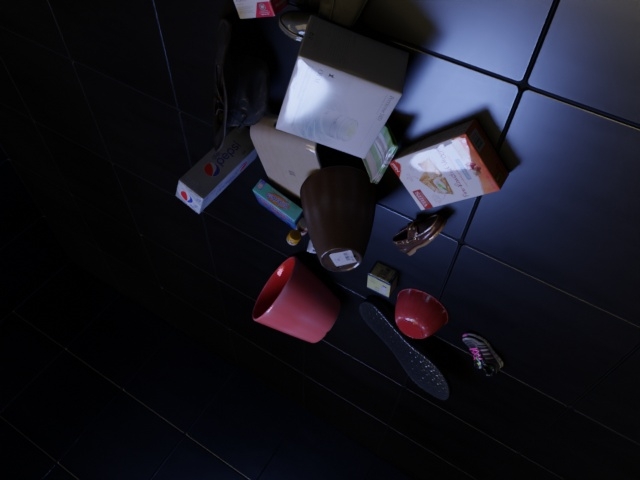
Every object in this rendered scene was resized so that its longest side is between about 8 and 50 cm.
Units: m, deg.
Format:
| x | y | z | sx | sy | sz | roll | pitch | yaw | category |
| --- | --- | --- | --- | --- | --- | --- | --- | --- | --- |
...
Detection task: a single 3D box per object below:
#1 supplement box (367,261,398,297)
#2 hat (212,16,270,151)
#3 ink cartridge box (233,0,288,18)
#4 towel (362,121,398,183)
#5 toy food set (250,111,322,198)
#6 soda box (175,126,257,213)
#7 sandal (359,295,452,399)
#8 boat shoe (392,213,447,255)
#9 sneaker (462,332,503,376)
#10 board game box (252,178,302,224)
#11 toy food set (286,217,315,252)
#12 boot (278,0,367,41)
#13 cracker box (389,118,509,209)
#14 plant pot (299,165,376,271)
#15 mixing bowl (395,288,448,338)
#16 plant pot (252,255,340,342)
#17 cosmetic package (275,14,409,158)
| x | y | z | sx | sy | sz | roll | pitch | yaw | category |
| --- | --- | --- | --- | --- | --- | --- | --- | --- | --- |
| 0.200 | 0.128 | 1.689 | 0.083 | 0.056 | 0.083 | 25 | 146 | 20 | supplement box |
| -0.202 | -0.387 | 1.342 | 0.133 | 0.331 | 0.331 | 2 | 151 | -15 | hat |
| -0.149 | -0.577 | 1.150 | 0.109 | 0.063 | 0.150 | 14 | 140 | 34 | ink cartridge box |
| 0.138 | -0.225 | 1.283 | 0.152 | 0.023 | 0.113 | 114 | 141 | -57 | towel |
| -0.057 | -0.223 | 1.495 | 0.219 | 0.092 | 0.306 | 19 | 152 | 28 | toy food set |
| -0.295 | -0.214 | 1.538 | 0.091 | 0.286 | 0.098 | 38 | 149 | 0 | soda box |
| 0.322 | 0.362 | 1.839 | 0.446 | 0.107 | 0.167 | 51 | 149 | 5 | sandal |
| 0.263 | -0.020 | 1.425 | 0.073 | 0.073 | 0.207 | 38 | 148 | -3 | boat shoe |
| 0.510 | 0.367 | 1.661 | 0.170 | 0.075 | 0.063 | 46 | 147 | -11 | sneaker |
| -0.129 | -0.109 | 1.653 | 0.160 | 0.047 | 0.210 | 37 | 173 | 4 | board game box |
| 0.000 | 0.000 | 1.656 | 0.232 | 0.111 | 0.104 | 6 | 152 | -16 | toy food set |
| 0.010 | -0.500 | 1.077 | 0.189 | 0.076 | 0.208 | 20 | 153 | 2 | boot |
| 0.293 | -0.168 | 1.216 | 0.156 | 0.067 | 0.232 | 51 | 146 | -18 | cracker box |
| 0.052 | -0.041 | 1.388 | 0.215 | 0.231 | 0.215 | -1 | 142 | -1 | plant pot |
| 0.311 | 0.254 | 1.698 | 0.181 | 0.098 | 0.181 | 27 | 147 | 19 | mixing bowl |
| -0.078 | 0.236 | 1.931 | 0.243 | 0.275 | 0.275 | 36 | 150 | -16 | plant pot |
| 0.042 | -0.324 | 1.143 | 0.224 | 0.138 | 0.224 | 16 | 149 | -9 | cosmetic package |
